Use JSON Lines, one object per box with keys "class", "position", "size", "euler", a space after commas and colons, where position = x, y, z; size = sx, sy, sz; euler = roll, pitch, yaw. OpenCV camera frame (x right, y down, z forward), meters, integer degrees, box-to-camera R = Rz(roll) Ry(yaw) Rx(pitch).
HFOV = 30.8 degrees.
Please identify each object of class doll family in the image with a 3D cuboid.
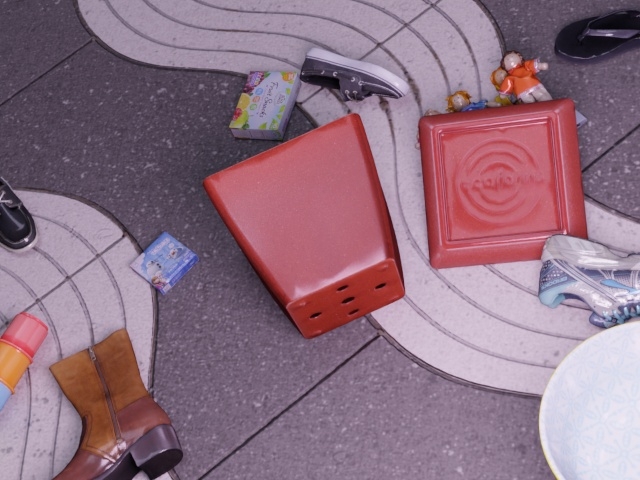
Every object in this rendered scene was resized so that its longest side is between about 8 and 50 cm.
{"class": "doll family", "position": [0.291, -0.214, 2.007], "size": [0.263, 0.118, 0.163], "euler": [-35, 58, 14]}

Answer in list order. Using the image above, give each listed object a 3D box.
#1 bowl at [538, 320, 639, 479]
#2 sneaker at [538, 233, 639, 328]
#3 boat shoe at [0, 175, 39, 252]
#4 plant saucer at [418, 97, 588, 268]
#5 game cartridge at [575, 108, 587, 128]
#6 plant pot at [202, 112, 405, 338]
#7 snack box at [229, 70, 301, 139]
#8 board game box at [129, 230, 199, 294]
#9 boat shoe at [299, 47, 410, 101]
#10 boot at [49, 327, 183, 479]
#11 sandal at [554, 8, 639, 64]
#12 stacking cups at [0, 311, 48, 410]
{"class": "bowl", "position": [0.430, 0.261, 1.471], "size": [0.289, 0.156, 0.289], "euler": [-9, 51, 11]}
{"class": "sneaker", "position": [0.464, 0.083, 1.753], "size": [0.283, 0.110, 0.122], "euler": [13, 79, 28]}
{"class": "boat shoe", "position": [-0.607, -0.062, 2.193], "size": [0.084, 0.079, 0.233], "euler": [-34, 55, -10]}
{"class": "plant saucer", "position": [0.290, -0.094, 1.876], "size": [0.258, 0.048, 0.259], "euler": [-6, 82, 14]}
{"class": "game cartridge", "position": [0.410, -0.201, 2.003], "size": [0.083, 0.017, 0.056], "euler": [-34, 50, -8]}
{"class": "plant pot", "position": [0.000, 0.000, 1.857], "size": [0.267, 0.267, 0.236], "euler": [-23, 65, 1]}
{"class": "snack box", "position": [-0.103, -0.255, 2.189], "size": [0.100, 0.037, 0.141], "euler": [5, 58, 19]}
{"class": "board game box", "position": [-0.276, 0.039, 2.051], "size": [0.090, 0.020, 0.090], "euler": [33, 71, 34]}
{"class": "boat shoe", "position": [0.056, -0.292, 2.145], "size": [0.228, 0.080, 0.076], "euler": [24, 84, 26]}
{"class": "boot", "position": [-0.386, 0.292, 1.865], "size": [0.264, 0.096, 0.280], "euler": [-32, 52, -5]}
{"class": "sandal", "position": [0.539, -0.379, 2.060], "size": [0.254, 0.054, 0.097], "euler": [-11, 54, 10]}
{"class": "stacking cups", "position": [-0.572, 0.262, 1.953], "size": [0.096, 0.096, 0.316], "euler": [12, 58, 25]}
